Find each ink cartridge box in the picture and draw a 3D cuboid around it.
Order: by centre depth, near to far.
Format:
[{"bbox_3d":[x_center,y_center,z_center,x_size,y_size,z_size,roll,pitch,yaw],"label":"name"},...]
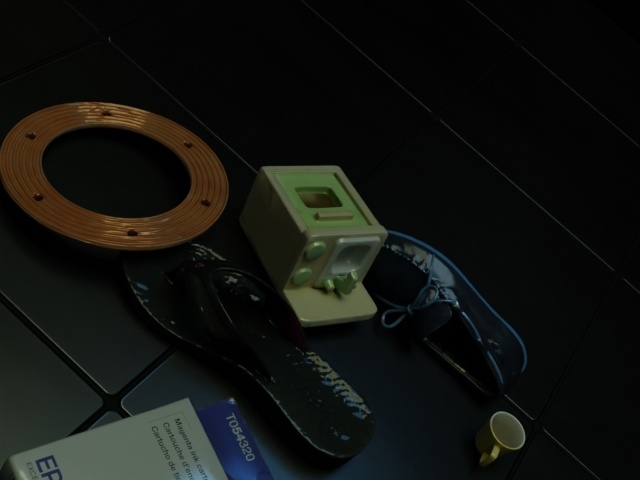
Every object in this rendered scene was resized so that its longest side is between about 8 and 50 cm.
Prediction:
[{"bbox_3d":[-0.159,0.354,1.021,0.330,0.071,0.324,-14,63,-38],"label":"ink cartridge box"}]

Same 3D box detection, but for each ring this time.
[{"bbox_3d":[-0.304,-0.097,1.297,0.337,0.032,0.336,14,39,-12],"label":"ring"}]

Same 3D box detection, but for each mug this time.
[{"bbox_3d":[0.264,0.306,1.329,0.078,0.064,0.062,-9,60,-37],"label":"mug"}]

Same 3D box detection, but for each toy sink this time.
[{"bbox_3d":[0.000,0.000,1.344,0.153,0.131,0.234,-3,47,-34],"label":"toy sink"}]

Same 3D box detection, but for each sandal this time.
[{"bbox_3d":[-0.090,0.125,1.225,0.446,0.107,0.167,40,42,5],"label":"sandal"}]

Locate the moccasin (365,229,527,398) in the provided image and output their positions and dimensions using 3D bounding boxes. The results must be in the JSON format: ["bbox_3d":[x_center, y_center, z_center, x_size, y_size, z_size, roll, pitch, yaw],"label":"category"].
[{"bbox_3d":[0.192,0.115,1.391,0.342,0.137,0.117,37,42,1],"label":"moccasin"}]
